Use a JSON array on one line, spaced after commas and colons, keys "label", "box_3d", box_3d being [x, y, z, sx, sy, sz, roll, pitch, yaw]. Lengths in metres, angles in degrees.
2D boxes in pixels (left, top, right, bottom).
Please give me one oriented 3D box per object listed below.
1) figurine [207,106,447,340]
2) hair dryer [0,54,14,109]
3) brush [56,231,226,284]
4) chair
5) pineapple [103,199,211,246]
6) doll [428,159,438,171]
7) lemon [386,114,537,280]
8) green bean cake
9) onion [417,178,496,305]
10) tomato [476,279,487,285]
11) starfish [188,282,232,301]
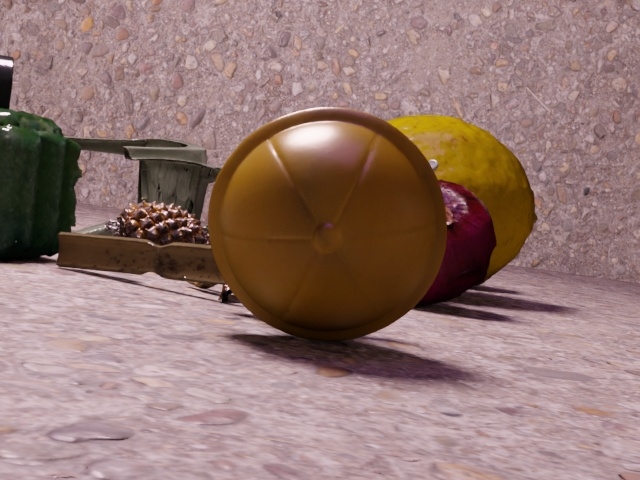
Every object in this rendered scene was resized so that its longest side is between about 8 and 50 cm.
[{"label": "figurine", "box_3d": [0.000, 0.005, 0.873, 0.192, 0.167, 0.257, 4, -21, -6]}, {"label": "hair dryer", "box_3d": [-0.459, -0.191, 1.311, 0.124, 0.071, 0.219, 7, -7, -18]}, {"label": "brush", "box_3d": [-0.180, 0.018, 1.095, 0.248, 0.043, 0.036, 4, 3, 30]}, {"label": "chair", "box_3d": [-0.219, -0.050, 1.473, 0.275, 0.190, 0.203, -5, 12, -43]}, {"label": "pineapple", "box_3d": [-0.165, -0.009, 1.310, 0.221, 0.103, 0.083, 6, 2, -20]}, {"label": "doll", "box_3d": [0.068, -0.032, 1.380, 0.057, 0.227, 0.114, 42, 17, -44]}, {"label": "lemon", "box_3d": [0.169, -0.056, 1.541, 0.316, 0.285, 0.285, -28, 14, -16]}, {"label": "green bean cake", "box_3d": [-0.423, -0.076, 1.270, 0.300, 0.169, 0.308, 9, 1, 20]}, {"label": "onion", "box_3d": [0.149, 0.028, 1.318, 0.173, 0.198, 0.135, -30, 49, -8]}, {"label": "tomato", "box_3d": [0.249, 0.037, 1.808, 0.173, 0.099, 0.189, -13, -23, -42]}, {"label": "starfish", "box_3d": [-0.086, 0.041, 1.089, 0.133, 0.041, 0.130, 8, 4, 5]}]
